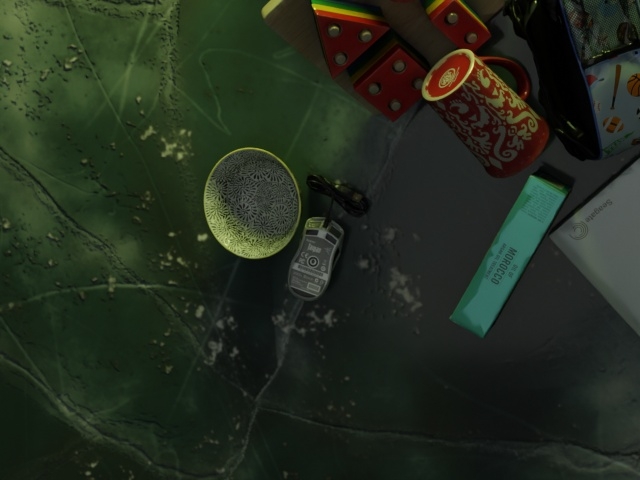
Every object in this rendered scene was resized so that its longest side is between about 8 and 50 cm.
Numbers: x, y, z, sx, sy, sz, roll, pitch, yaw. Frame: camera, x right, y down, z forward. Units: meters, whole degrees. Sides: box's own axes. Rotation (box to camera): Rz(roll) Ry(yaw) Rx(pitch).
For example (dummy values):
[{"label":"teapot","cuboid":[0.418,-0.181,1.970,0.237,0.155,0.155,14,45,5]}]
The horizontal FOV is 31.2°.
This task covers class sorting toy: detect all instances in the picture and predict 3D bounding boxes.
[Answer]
[{"label":"sorting toy","cuboid":[0.098,-0.311,1.604,0.257,0.089,0.255,-40,128,19]}]

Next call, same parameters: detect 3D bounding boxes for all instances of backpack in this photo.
[{"label":"backpack","cuboid":[0.376,-0.244,1.538,0.213,0.276,0.263,-12,99,5]}]

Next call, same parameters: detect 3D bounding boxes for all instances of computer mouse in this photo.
[{"label":"computer mouse","cuboid":[0.000,0.000,1.792,0.106,0.042,0.193,21,99,7]}]

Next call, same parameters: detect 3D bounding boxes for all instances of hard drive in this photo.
[{"label":"hard drive","cuboid":[0.532,0.047,1.637,0.233,0.047,0.353,-43,86,19]}]

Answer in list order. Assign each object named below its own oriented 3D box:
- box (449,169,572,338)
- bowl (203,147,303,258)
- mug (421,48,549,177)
[{"label":"box","cuboid":[0.279,0.019,1.679,0.060,0.100,0.244,31,106,11]},{"label":"bowl","cuboid":[-0.089,-0.060,1.780,0.170,0.080,0.170,3,97,26]},{"label":"mug","cuboid":[0.228,-0.193,1.624,0.113,0.150,0.169,-31,127,29]}]
